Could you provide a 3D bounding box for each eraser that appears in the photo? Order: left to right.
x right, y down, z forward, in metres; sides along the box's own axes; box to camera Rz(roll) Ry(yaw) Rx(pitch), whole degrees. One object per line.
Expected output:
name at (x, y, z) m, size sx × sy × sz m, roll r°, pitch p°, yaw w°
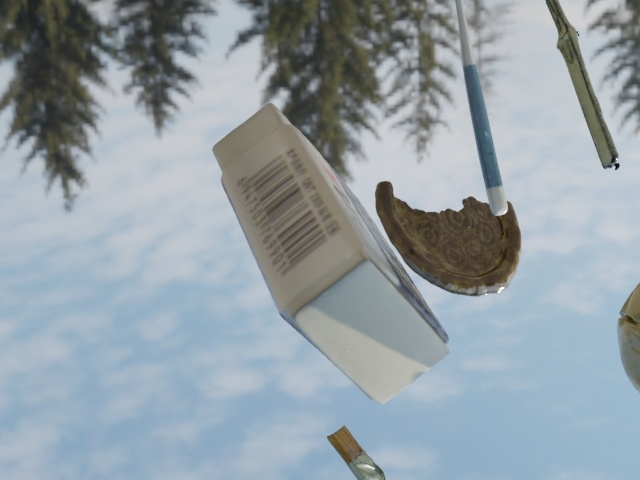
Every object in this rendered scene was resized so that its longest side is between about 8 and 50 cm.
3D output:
eraser at (0.000, 0.000, 0.917) m, size 0.081 × 0.124 × 0.279 m, roll -39°, pitch -146°, yaw 7°

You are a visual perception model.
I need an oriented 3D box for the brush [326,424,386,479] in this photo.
brush at (0.126, 0.449, 1.877) m, size 0.020 × 0.336 × 0.085 m, roll -41°, pitch 168°, yaw 19°

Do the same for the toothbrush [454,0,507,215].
toothbrush at (0.158, -0.161, 1.184) m, size 0.019 × 0.275 × 0.025 m, roll -12°, pitch -179°, yaw -18°

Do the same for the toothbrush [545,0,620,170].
toothbrush at (0.257, -0.186, 1.161) m, size 0.028 × 0.026 × 0.294 m, roll 7°, pitch -129°, yaw -28°

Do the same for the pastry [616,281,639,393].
pastry at (0.369, 0.094, 1.124) m, size 0.156 × 0.156 × 0.092 m, roll -11°, pitch -175°, yaw -21°

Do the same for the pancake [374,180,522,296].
pancake at (0.156, -0.016, 1.313) m, size 0.190 × 0.184 × 0.020 m, roll -32°, pitch 169°, yaw -40°
